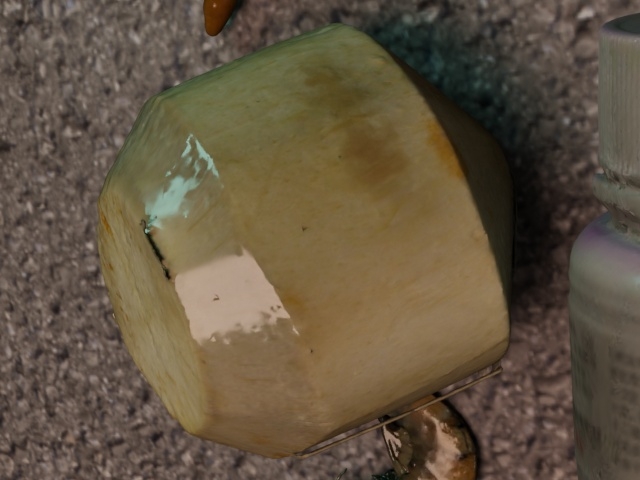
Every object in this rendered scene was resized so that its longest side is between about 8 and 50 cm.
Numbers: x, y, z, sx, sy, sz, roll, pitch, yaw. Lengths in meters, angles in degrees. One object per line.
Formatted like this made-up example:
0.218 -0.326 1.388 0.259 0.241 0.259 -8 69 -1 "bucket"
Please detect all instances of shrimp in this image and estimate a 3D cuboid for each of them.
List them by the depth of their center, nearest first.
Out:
0.037 0.190 1.351 0.217 0.051 0.150 -26 93 33 "shrimp"

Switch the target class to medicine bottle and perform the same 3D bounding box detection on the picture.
0.281 0.021 0.958 0.256 0.256 0.325 3 106 34 "medicine bottle"

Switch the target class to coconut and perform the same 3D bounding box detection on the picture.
0.000 0.000 1.135 0.323 0.323 0.323 16 120 28 "coconut"

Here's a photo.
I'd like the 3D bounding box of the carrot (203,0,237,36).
-0.049 -0.292 1.158 0.069 0.069 0.336 30 132 20 "carrot"
